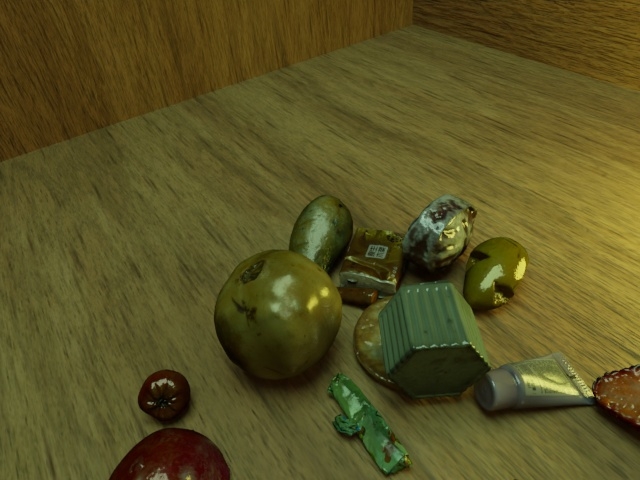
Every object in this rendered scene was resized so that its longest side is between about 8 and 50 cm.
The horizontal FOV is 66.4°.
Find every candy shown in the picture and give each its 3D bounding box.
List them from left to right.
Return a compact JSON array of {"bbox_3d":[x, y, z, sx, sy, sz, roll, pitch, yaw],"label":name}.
[{"bbox_3d":[0.373,-0.020,1.495,0.157,0.214,0.289,31,44,30],"label":"candy"}]

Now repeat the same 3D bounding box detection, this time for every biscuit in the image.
[{"bbox_3d":[0.190,0.274,1.309,0.205,0.040,0.309,-7,41,-1],"label":"biscuit"}]

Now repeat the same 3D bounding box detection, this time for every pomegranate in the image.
[{"bbox_3d":[-0.103,0.187,1.257,0.333,0.332,0.332,-4,40,3],"label":"pomegranate"}]

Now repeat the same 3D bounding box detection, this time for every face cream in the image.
[{"bbox_3d":[0.505,0.339,1.164,0.274,0.096,0.154,-3,36,-15],"label":"face cream"}]

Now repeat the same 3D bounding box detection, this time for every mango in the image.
[{"bbox_3d":[-0.005,0.000,1.585,0.176,0.175,0.329,-8,50,50],"label":"mango"},{"bbox_3d":[0.500,0.095,1.413,0.167,0.130,0.262,13,49,26],"label":"mango"}]

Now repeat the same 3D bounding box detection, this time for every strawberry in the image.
[{"bbox_3d":[0.743,0.367,1.085,0.236,0.111,0.190,-4,45,42],"label":"strawberry"}]

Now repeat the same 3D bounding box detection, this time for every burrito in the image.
[{"bbox_3d":[0.092,0.427,1.137,0.104,0.054,0.288,-25,45,-17],"label":"burrito"}]

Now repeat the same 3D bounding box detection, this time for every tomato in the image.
[{"bbox_3d":[-0.328,0.503,1.013,0.309,0.170,0.309,-4,42,3],"label":"tomato"}]

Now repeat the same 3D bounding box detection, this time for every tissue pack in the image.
[{"bbox_3d":[0.172,0.067,1.522,0.183,0.092,0.226,8,41,18],"label":"tissue pack"}]

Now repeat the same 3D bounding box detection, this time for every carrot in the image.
[{"bbox_3d":[0.058,0.160,1.459,0.224,0.057,0.057,5,41,22],"label":"carrot"}]

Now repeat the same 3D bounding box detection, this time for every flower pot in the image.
[{"bbox_3d":[0.261,0.237,1.155,0.209,0.239,0.189,-28,39,21],"label":"flower pot"}]

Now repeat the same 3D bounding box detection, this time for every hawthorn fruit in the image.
[{"bbox_3d":[-0.386,0.373,1.216,0.125,0.125,0.140,-5,42,2],"label":"hawthorn fruit"}]

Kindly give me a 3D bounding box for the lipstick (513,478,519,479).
[{"bbox_3d":[0.450,0.529,0.966,0.145,0.045,0.045,17,44,26],"label":"lipstick"}]
